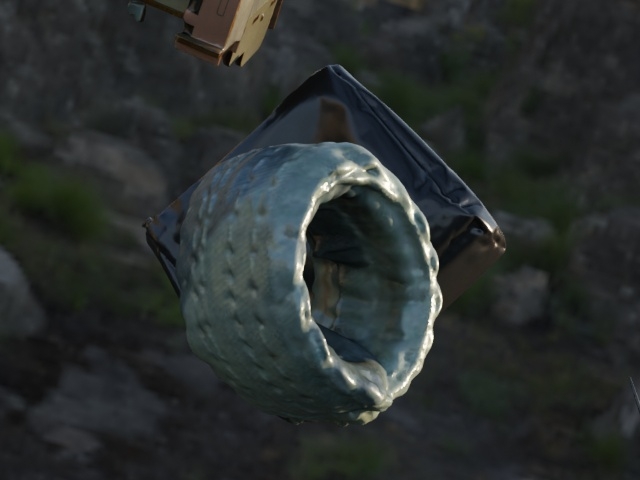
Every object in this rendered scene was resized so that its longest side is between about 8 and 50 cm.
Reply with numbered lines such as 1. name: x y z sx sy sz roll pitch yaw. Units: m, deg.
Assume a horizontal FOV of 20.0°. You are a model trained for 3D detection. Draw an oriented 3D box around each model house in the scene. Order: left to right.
1. model house: -0.152 -0.303 1.841 0.244 0.169 0.326 25 27 3

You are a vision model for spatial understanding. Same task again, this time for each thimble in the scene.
1. thimble: -0.004 0.040 1.561 0.205 0.250 0.172 -19 13 -42

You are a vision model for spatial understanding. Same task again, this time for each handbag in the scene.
1. handbag: 0.002 0.001 1.871 0.275 0.302 0.178 49 7 20

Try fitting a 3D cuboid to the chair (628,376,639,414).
1. chair: 0.268 0.138 1.381 0.042 0.086 0.037 -28 -12 34
